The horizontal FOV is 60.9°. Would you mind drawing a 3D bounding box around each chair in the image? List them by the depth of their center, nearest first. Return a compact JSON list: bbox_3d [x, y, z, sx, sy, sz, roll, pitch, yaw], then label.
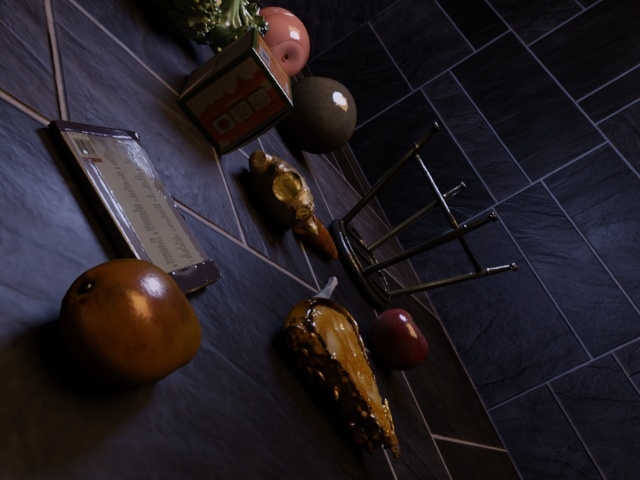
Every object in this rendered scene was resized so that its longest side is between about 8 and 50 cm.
[{"bbox_3d":[0.277,-0.024,1.600,0.365,0.410,0.361,42,22,-53],"label":"chair"}]

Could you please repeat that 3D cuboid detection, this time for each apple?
[{"bbox_3d":[0.185,0.241,1.315,0.153,0.120,0.153,55,7,-11],"label":"apple"}]

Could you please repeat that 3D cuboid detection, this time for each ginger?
[{"bbox_3d":[-0.076,-0.093,1.128,0.216,0.102,0.157,54,-14,-1],"label":"ginger"}]

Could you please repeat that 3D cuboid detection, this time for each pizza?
[{"bbox_3d":[0.039,0.209,0.933,0.287,0.074,0.251,59,15,-9],"label":"pizza"}]

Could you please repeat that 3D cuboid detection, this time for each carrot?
[{"bbox_3d":[0.000,0.000,1.319,0.209,0.061,0.061,47,17,-55],"label":"carrot"}]

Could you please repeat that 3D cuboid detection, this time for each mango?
[{"bbox_3d":[-0.160,0.070,0.481,0.163,0.090,0.111,6,65,-86],"label":"mango"}]

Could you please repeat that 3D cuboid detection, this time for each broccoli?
[{"bbox_3d":[-0.245,-0.552,1.175,0.375,0.302,0.249,45,59,-44],"label":"broccoli"}]

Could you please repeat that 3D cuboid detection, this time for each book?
[{"bbox_3d":[-0.215,-0.035,0.654,0.231,0.026,0.157,59,16,2],"label":"book"}]

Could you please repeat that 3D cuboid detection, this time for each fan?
[{"bbox_3d":[0.008,0.122,1.138,0.057,0.023,0.282,57,14,-1],"label":"fan"}]

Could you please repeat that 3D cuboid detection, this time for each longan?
[{"bbox_3d":[-0.010,-0.405,1.752,0.258,0.258,0.258,54,14,-20],"label":"longan"}]

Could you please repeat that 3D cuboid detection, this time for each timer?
[{"bbox_3d":[-0.153,-0.653,1.817,0.229,0.230,0.215,43,11,-50],"label":"timer"}]

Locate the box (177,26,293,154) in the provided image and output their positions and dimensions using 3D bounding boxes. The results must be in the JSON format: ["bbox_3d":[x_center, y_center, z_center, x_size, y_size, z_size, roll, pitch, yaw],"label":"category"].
[{"bbox_3d":[-0.162,-0.301,1.096,0.148,0.178,0.195,51,15,-29],"label":"box"}]

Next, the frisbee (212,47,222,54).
[{"bbox_3d":[-0.279,-0.559,1.598,0.236,0.017,0.236,55,13,-20],"label":"frisbee"}]
